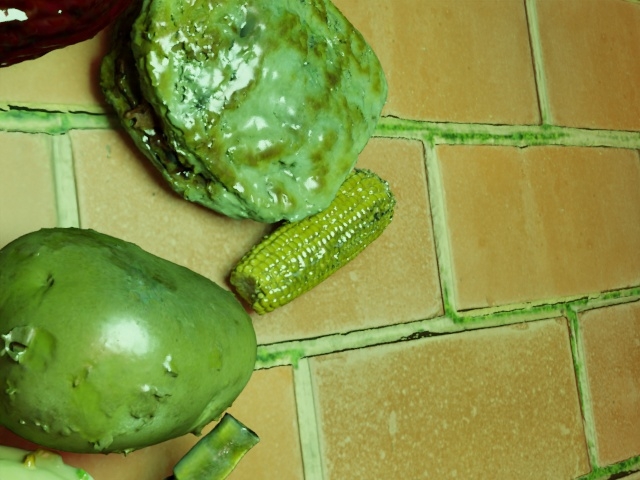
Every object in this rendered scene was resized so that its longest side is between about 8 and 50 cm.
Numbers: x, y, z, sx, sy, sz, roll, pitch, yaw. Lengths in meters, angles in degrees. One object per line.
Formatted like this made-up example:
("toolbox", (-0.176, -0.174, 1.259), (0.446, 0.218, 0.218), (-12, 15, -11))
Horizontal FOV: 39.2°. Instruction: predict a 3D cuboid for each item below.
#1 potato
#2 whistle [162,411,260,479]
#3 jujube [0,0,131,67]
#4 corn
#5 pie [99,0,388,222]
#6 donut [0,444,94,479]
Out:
("potato", (-0.218, 0.122, 1.025), (0.359, 0.219, 0.270), (18, 27, -42))
("whistle", (-0.201, 0.340, 1.068), (0.326, 0.057, 0.068), (-46, 129, -11))
("jujube", (-0.350, -0.310, 1.013), (0.318, 0.223, 0.223), (-36, 105, -29))
("corn", (0.000, 0.000, 1.310), (0.318, 0.115, 0.115), (-38, 106, -34))
("pie", (-0.078, -0.223, 1.237), (0.418, 0.180, 0.395), (36, 62, -31))
("donut", (-0.369, 0.393, 0.875), (0.307, 0.150, 0.371), (-2, 81, -13))
